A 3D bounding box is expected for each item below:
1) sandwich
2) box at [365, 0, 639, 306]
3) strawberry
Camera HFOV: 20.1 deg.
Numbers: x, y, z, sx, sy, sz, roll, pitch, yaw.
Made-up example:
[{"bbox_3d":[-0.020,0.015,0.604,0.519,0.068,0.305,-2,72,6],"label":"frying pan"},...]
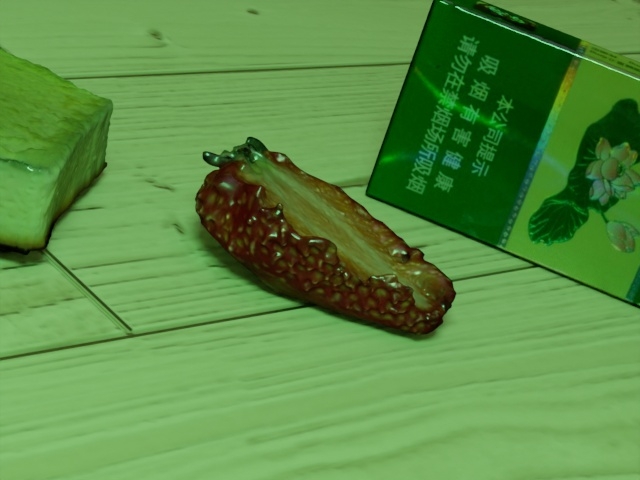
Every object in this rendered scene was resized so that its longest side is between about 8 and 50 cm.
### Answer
[{"bbox_3d":[-0.207,-0.069,0.921,0.193,0.058,0.162,18,23,2],"label":"sandwich"},{"bbox_3d":[0.155,-0.043,1.031,0.235,0.132,0.034,23,25,7],"label":"box"},{"bbox_3d":[-0.002,0.003,0.935,0.152,0.048,0.104,40,22,11],"label":"strawberry"}]
